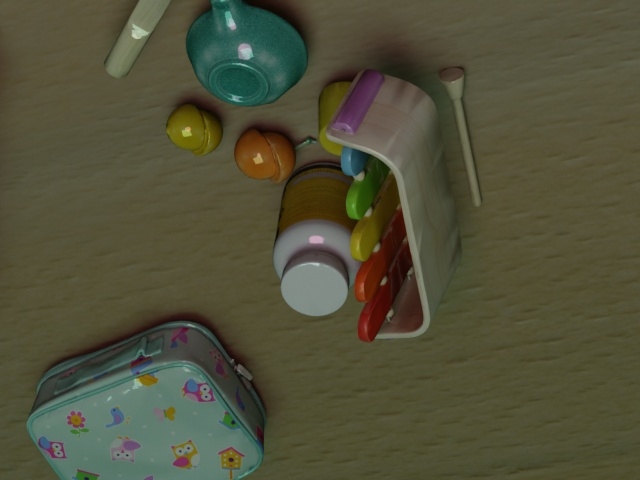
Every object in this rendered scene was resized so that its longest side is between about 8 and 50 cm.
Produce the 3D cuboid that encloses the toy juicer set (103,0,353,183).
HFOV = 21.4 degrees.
[{"bbox_3d":[-0.109,-0.186,1.854,0.209,0.089,0.329,-26,128,37],"label":"toy juicer set"}]

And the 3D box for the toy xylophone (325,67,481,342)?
[{"bbox_3d":[0.098,-0.047,1.857,0.081,0.236,0.323,8,127,23],"label":"toy xylophone"}]

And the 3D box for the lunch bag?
[{"bbox_3d":[-0.216,0.222,2.137,0.279,0.108,0.224,-22,118,19],"label":"lunch bag"}]

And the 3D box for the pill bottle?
[{"bbox_3d":[0.000,0.000,1.909,0.103,0.184,0.103,3,125,4],"label":"pill bottle"}]
